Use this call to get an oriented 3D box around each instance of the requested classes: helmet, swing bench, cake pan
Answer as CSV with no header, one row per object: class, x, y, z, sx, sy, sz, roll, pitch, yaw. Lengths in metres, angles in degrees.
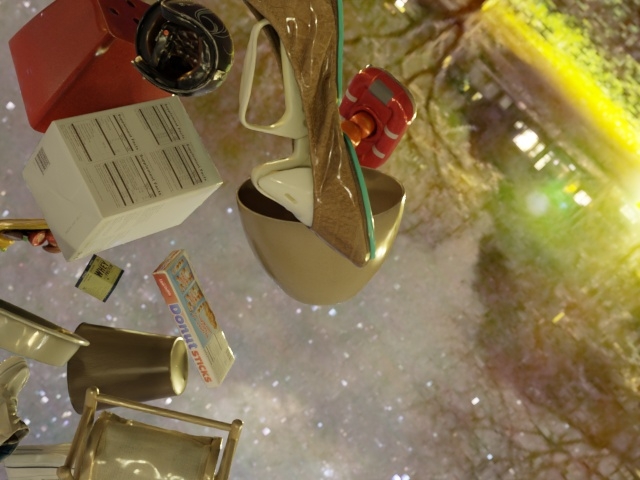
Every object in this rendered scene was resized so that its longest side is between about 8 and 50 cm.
helmet,-0.226,-0.317,1.327,0.169,0.169,0.161,41,-167,-15
swing bench,-0.280,0.392,1.303,0.254,0.254,0.165,15,-134,-5
cake pan,-0.513,0.125,1.278,0.293,0.054,0.293,24,170,4

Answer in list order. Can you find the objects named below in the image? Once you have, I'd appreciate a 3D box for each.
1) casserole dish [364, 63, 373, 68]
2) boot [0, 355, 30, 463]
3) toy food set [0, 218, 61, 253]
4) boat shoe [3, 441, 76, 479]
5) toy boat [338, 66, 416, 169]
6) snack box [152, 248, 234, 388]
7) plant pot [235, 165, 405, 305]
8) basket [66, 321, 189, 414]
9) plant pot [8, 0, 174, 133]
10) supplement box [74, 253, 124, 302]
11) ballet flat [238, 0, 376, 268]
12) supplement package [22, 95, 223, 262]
casserole dish,0.144,-0.349,1.999,0.188,0.037,0.114,60,169,15
boot,-0.583,0.326,1.478,0.124,0.095,0.258,18,-139,10
toy food set,-0.580,-0.006,1.656,0.218,0.071,0.128,-1,-173,-10
boat shoe,-0.467,0.412,1.460,0.083,0.227,0.075,-19,-75,-69
toy boat,0.079,-0.228,1.625,0.151,0.231,0.151,44,-130,12
snack box,-0.163,0.103,1.055,0.064,0.022,0.178,-60,-47,-60
plant pot,0.000,0.000,1.394,0.284,0.190,0.284,0,-155,0
basket,-0.418,0.277,1.775,0.154,0.227,0.204,51,-144,-75
plant pot,-0.434,-0.362,1.634,0.267,0.236,0.267,13,-138,-47
supplement box,-0.530,0.091,1.933,0.083,0.083,0.056,31,-135,-13
ballet flat,-0.023,-0.122,0.878,0.116,0.124,0.342,-135,34,-65
supplement package,-0.368,-0.118,1.499,0.263,0.199,0.198,-23,-99,-41
